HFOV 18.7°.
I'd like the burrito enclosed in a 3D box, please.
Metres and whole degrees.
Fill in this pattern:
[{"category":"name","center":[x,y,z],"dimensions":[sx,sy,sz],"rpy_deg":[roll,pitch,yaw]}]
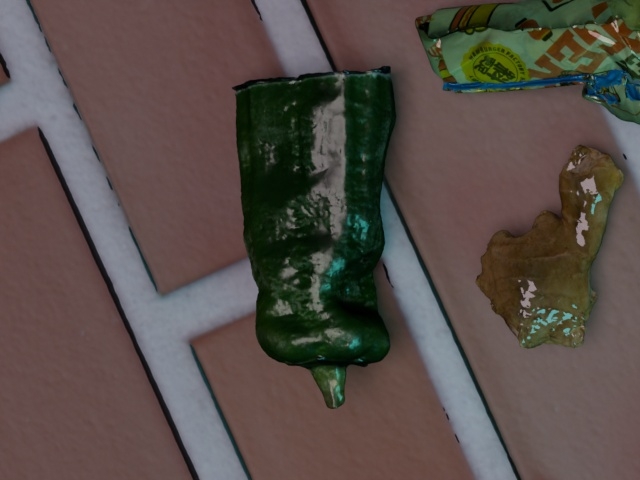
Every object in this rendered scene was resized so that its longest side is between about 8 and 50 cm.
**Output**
[{"category":"burrito","center":[0.206,-0.138,1.493],"dimensions":[0.288,0.054,0.104],"rpy_deg":[-1,122,30]}]

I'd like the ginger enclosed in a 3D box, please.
[{"category":"ginger","center":[0.178,0.004,1.533],"dimensions":[0.096,0.067,0.165],"rpy_deg":[15,88,15]}]

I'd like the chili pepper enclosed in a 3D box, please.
[{"category":"chili pepper","center":[0.000,0.000,1.569],"dimensions":[0.136,0.099,0.270],"rpy_deg":[-4,91,9]}]
